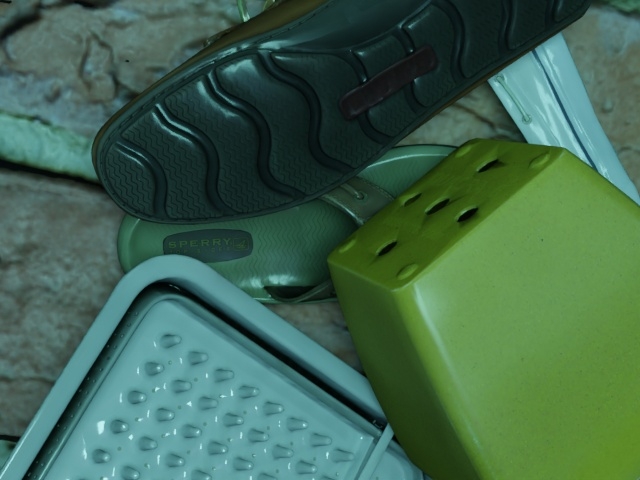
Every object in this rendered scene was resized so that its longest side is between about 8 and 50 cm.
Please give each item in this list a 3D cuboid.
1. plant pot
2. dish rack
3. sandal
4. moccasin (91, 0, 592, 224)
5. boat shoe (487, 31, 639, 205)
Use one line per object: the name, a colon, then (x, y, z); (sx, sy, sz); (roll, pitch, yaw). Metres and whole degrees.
plant pot: (0.127, 0.048, 0.757); (0.212, 0.212, 0.187); (-40, 108, -9)
dish rack: (-0.073, 0.201, 0.822); (0.333, 0.072, 0.285); (38, 69, -21)
sandal: (-0.001, 0.002, 0.842); (0.303, 0.086, 0.120); (-9, 101, -6)
moccasin: (0.009, -0.137, 0.802); (0.380, 0.147, 0.139); (-36, 116, -4)
boat shoe: (0.190, -0.061, 0.869); (0.076, 0.083, 0.226); (-25, 91, 9)
